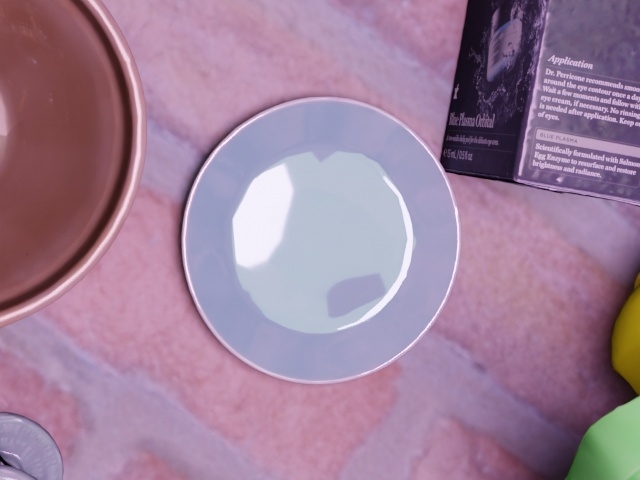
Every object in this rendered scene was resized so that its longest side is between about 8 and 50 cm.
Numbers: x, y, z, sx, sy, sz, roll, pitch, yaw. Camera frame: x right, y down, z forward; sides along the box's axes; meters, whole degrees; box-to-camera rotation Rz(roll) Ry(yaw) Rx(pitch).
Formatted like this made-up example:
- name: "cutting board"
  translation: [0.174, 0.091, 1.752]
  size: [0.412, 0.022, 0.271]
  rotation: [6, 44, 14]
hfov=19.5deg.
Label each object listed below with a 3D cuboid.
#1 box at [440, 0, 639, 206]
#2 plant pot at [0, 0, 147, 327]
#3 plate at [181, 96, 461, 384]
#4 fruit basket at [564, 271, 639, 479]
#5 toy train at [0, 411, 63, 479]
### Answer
- name: "box"
  translation: [0.151, -0.110, 1.177]
  size: [0.093, 0.156, 0.158]
  rotation: [10, 92, -14]
- name: "plant pot"
  translation: [-0.227, -0.066, 1.105]
  size: [0.237, 0.110, 0.237]
  rotation: [-1, 95, -14]
- name: "plate"
  translation: [0.000, 0.000, 1.215]
  size: [0.188, 0.024, 0.188]
  rotation: [-1, 94, -14]
- name: "fruit basket"
  translation: [0.254, 0.124, 1.164]
  size: [0.283, 0.392, 0.392]
  rotation: [-17, 99, -13]
- name: "toy train"
  translation: [-0.234, 0.194, 1.120]
  size: [0.190, 0.142, 0.334]
  rotation: [-44, 106, 5]
